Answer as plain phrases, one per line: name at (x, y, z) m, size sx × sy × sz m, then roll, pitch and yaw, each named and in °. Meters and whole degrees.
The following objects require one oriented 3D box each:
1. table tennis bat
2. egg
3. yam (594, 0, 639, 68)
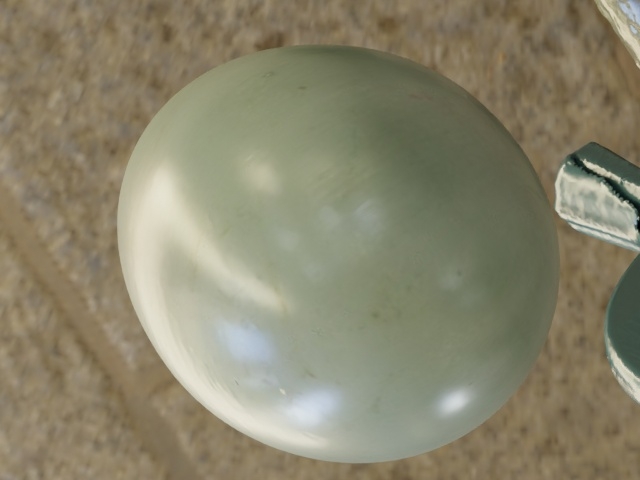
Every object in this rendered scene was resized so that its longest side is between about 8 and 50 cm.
table tennis bat at (0.134, 0.003, 0.629) m, size 0.124 × 0.201 × 0.033 m, roll -34°, pitch 115°, yaw -10°
egg at (0.000, 0.000, 1.102) m, size 0.230 × 0.371 × 0.230 m, roll -4°, pitch 103°, yaw -19°
yam at (0.376, -0.229, 1.845) m, size 0.195 × 0.195 × 0.300 m, roll -32°, pitch 87°, yaw 21°
